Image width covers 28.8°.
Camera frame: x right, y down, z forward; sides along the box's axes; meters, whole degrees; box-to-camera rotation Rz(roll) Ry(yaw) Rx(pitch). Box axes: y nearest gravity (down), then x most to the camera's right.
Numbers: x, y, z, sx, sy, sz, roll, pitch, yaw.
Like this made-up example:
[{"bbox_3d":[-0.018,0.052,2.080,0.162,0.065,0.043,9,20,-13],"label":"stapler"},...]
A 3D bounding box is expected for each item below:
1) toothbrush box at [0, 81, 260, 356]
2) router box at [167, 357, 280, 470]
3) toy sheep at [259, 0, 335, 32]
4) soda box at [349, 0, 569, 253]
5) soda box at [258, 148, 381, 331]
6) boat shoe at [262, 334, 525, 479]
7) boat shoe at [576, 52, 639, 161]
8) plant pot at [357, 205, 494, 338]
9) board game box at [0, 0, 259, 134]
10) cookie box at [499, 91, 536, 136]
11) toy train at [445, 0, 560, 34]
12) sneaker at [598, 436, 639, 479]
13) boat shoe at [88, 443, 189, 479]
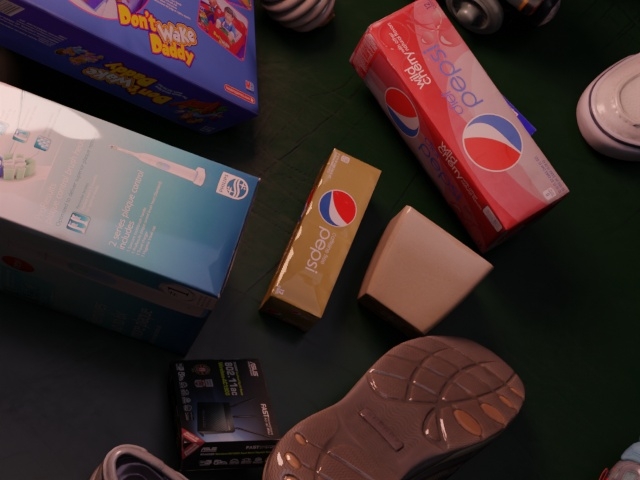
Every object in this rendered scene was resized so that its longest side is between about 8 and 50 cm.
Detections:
[{"bbox_3d":[-0.229,-0.019,1.161,0.296,0.216,0.126,22,67,-7],"label":"toothbrush box"},{"bbox_3d":[-0.094,0.165,1.194,0.092,0.038,0.122,1,34,-15],"label":"router box"},{"bbox_3d":[-0.029,-0.279,1.371,0.132,0.091,0.091,35,61,-40],"label":"toy sheep"},{"bbox_3d":[0.145,-0.124,1.324,0.092,0.083,0.263,-31,80,-19],"label":"soda box"},{"bbox_3d":[0.000,0.000,1.298,0.058,0.061,0.181,25,67,-6],"label":"soda box"},{"bbox_3d":[0.060,0.198,1.205,0.355,0.130,0.132,-20,61,-43],"label":"boat shoe"},{"bbox_3d":[0.479,-0.193,1.440,0.367,0.156,0.135,-13,75,-19],"label":"boat shoe"},{"bbox_3d":[0.097,0.041,1.291,0.109,0.109,0.096,36,78,0],"label":"plant pot"},{"bbox_3d":[-0.202,-0.269,1.222,0.347,0.078,0.233,21,59,-50],"label":"board game box"},{"bbox_3d":[0.173,-0.117,1.395,0.107,0.040,0.092,-41,84,-22],"label":"cookie box"},{"bbox_3d":[0.147,-0.374,1.398,0.334,0.190,0.142,39,67,1],"label":"toy train"},{"bbox_3d":[0.386,0.328,1.276,0.125,0.104,0.262,-42,77,4],"label":"sneaker"},{"bbox_3d":[-0.092,0.318,1.139,0.118,0.103,0.320,-38,84,-23],"label":"boat shoe"}]
